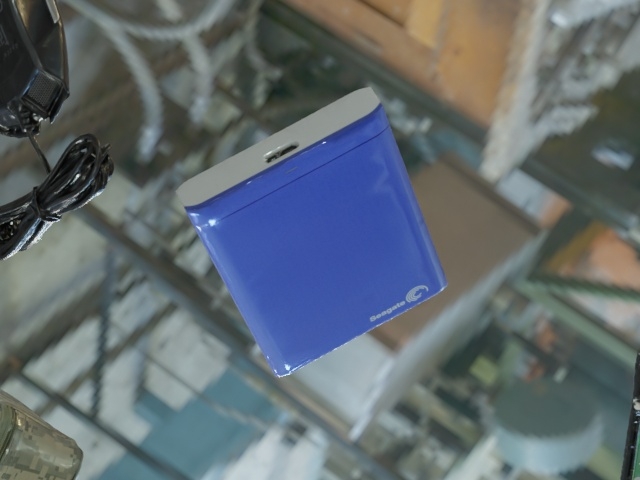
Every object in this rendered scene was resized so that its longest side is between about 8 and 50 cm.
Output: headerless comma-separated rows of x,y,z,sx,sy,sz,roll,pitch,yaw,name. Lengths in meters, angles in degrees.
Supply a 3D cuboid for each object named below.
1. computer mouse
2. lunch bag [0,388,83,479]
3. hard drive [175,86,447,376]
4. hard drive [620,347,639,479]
-0.240,-0.117,1.492,0.060,0.262,0.184,-12,159,-46,computer mouse
-0.421,0.217,1.978,0.256,0.305,0.212,33,84,-26,lunch bag
0.000,0.000,1.980,0.210,0.040,0.318,-28,144,-3,hard drive
0.354,0.203,1.554,0.064,0.237,0.339,-48,147,-47,hard drive
